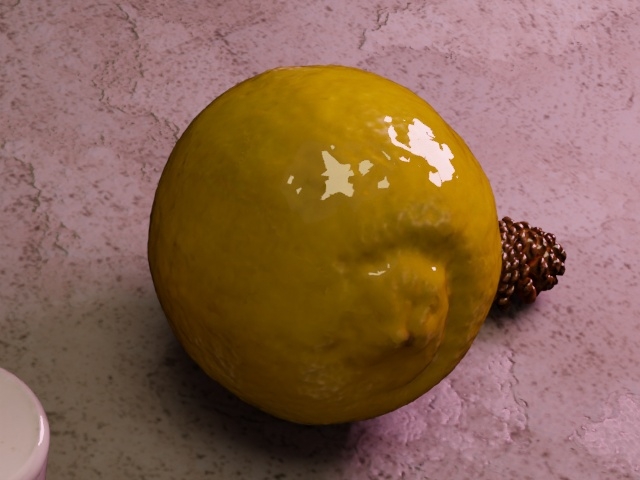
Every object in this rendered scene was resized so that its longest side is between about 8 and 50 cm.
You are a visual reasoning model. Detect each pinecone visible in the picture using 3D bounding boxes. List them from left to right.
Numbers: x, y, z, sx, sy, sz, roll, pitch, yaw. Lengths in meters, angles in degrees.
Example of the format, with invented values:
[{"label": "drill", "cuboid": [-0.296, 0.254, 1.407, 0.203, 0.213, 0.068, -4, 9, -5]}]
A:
[{"label": "pinecone", "cuboid": [0.205, 0.023, 1.635, 0.109, 0.102, 0.102, -10, 47, -21]}]

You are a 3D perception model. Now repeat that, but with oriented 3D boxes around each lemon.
[{"label": "lemon", "cuboid": [0.000, 0.000, 1.443, 0.348, 0.348, 0.348, 7, 43, -7]}]

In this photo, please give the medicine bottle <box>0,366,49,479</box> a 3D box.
[{"label": "medicine bottle", "cuboid": [-0.281, 0.219, 1.183, 0.143, 0.258, 0.143, 7, 44, -7]}]
